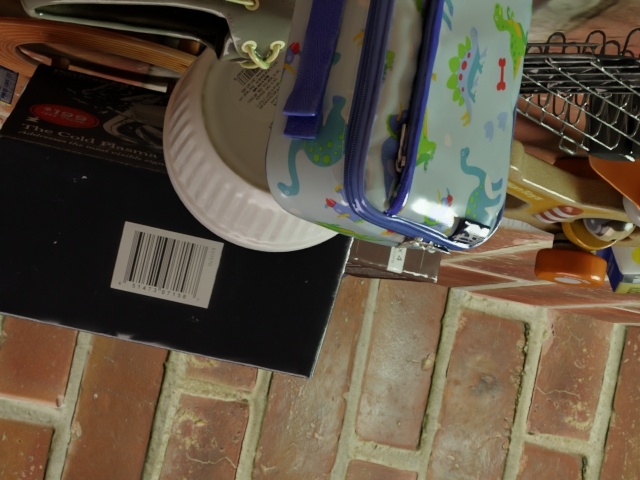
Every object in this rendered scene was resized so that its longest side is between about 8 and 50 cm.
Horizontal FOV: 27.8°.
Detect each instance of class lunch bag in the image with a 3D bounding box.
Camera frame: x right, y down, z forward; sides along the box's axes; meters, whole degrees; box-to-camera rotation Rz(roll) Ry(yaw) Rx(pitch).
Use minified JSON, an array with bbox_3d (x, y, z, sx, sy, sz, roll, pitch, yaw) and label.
[{"bbox_3d":[0.053,-0.105,0.790,0.090,0.219,0.176,6,172,37],"label":"lunch bag"}]

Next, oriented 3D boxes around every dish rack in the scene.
[{"bbox_3d":[0.243,-0.121,1.036,0.208,0.074,0.271,4,169,45],"label":"dish rack"}]

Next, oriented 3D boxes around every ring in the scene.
[{"bbox_3d":[-0.223,-0.195,1.421,0.336,0.032,0.336,11,173,1],"label":"ring"}]

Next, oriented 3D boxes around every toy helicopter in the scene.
[{"bbox_3d":[0.272,-0.048,1.392,0.355,0.140,0.235,20,168,-42],"label":"toy helicopter"}]

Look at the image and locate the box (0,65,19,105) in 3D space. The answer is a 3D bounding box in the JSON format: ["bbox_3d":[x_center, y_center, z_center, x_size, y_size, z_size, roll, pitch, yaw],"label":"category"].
[{"bbox_3d":[-0.450,-0.213,1.576,0.059,0.054,0.169,8,173,32],"label":"box"}]

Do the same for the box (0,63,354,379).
[{"bbox_3d":[-0.160,-0.032,1.335,0.343,0.179,0.312,13,-163,-10],"label":"box"}]

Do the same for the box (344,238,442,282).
[{"bbox_3d":[0.037,-0.049,1.651,0.203,0.169,0.167,15,173,-33],"label":"box"}]

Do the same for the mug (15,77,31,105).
[{"bbox_3d":[-0.304,-0.161,1.698,0.169,0.150,0.113,11,140,-43],"label":"mug"}]

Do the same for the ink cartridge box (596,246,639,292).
[{"bbox_3d":[0.488,0.034,1.824,0.307,0.072,0.303,-4,173,11],"label":"ink cartridge box"}]

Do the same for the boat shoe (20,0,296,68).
[{"bbox_3d":[-0.070,-0.177,0.968,0.305,0.091,0.109,13,174,-13],"label":"boat shoe"}]

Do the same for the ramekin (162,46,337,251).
[{"bbox_3d":[-0.032,-0.100,1.138,0.207,0.207,0.109,12,166,-9],"label":"ramekin"}]

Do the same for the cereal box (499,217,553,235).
[{"bbox_3d":[0.300,-0.041,1.821,0.240,0.047,0.173,10,175,7],"label":"cereal box"}]
